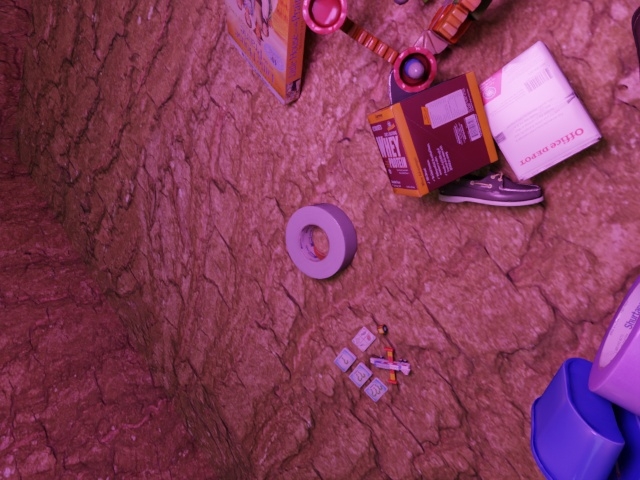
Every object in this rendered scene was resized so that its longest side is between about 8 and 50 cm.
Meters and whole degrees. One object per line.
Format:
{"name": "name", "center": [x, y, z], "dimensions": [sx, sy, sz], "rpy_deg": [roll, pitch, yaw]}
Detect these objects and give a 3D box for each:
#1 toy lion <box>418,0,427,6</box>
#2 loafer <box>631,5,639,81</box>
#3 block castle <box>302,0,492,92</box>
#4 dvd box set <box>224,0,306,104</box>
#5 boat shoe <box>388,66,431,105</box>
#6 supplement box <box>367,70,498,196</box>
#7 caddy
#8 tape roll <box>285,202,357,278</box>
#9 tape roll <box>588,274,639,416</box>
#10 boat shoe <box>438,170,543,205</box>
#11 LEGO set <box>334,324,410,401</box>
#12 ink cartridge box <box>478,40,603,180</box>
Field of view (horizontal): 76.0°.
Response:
{"name": "toy lion", "center": [0.212, -0.587, 0.915], "dimensions": [0.100, 0.096, 0.034], "rpy_deg": [38, 134, -27]}
{"name": "loafer", "center": [0.590, -0.309, 0.705], "dimensions": [0.080, 0.078, 0.220], "rpy_deg": [-21, 89, 38]}
{"name": "block castle", "center": [0.198, -0.541, 0.756], "dimensions": [0.302, 0.213, 0.453], "rpy_deg": [29, 116, -11]}
{"name": "dvd box set", "center": [-0.150, -0.596, 1.042], "dimensions": [0.308, 0.062, 0.420], "rpy_deg": [53, 162, 13]}
{"name": "boat shoe", "center": [0.218, -0.284, 0.979], "dimensions": [0.102, 0.092, 0.286], "rpy_deg": [-8, 97, 38]}
{"name": "supplement box", "center": [0.235, -0.220, 0.875], "dimensions": [0.192, 0.194, 0.129], "rpy_deg": [67, 170, -15]}
{"name": "caddy", "center": [0.535, 0.383, 0.768], "dimensions": [0.241, 0.341, 0.179], "rpy_deg": [25, 113, 21]}
{"name": "tape roll", "center": [0.000, 0.000, 1.231], "dimensions": [0.219, 0.072, 0.220], "rpy_deg": [11, 110, 34]}
{"name": "tape roll", "center": [0.579, 0.164, 0.716], "dimensions": [0.090, 0.274, 0.275], "rpy_deg": [27, 117, 28]}
{"name": "boat shoe", "center": [0.373, -0.120, 0.916], "dimensions": [0.227, 0.081, 0.069], "rpy_deg": [8, 111, 38]}
{"name": "LEGO set", "center": [0.154, 0.365, 1.227], "dimensions": [0.182, 0.060, 0.244], "rpy_deg": [42, 123, 16]}
{"name": "ink cartridge box", "center": [0.432, -0.254, 0.830], "dimensions": [0.158, 0.092, 0.218], "rpy_deg": [-32, 81, 38]}
